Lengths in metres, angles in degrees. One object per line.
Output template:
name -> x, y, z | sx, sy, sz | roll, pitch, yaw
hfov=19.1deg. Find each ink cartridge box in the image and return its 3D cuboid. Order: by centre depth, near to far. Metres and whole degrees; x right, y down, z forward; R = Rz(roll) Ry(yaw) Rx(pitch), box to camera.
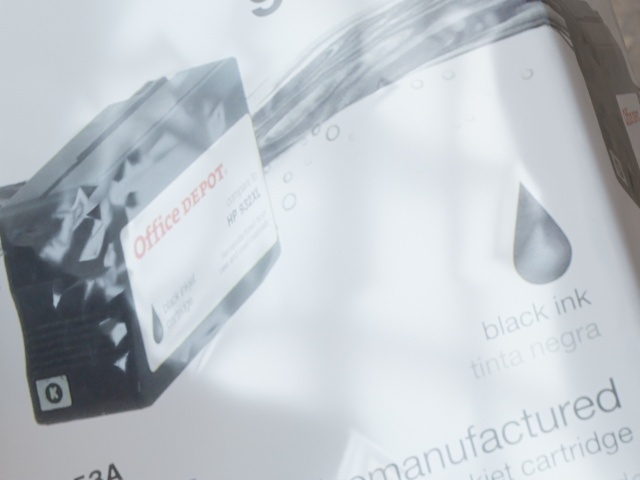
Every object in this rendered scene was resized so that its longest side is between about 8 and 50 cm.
ink cartridge box -> 0.000, 0.000, 0.645 | 0.223, 0.129, 0.307 | -22, 66, 19
